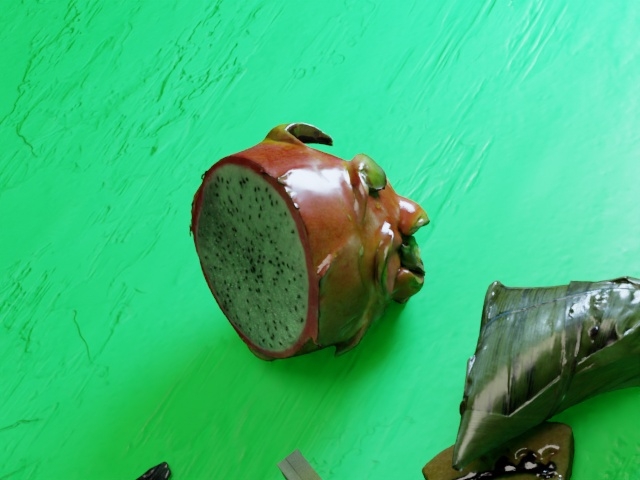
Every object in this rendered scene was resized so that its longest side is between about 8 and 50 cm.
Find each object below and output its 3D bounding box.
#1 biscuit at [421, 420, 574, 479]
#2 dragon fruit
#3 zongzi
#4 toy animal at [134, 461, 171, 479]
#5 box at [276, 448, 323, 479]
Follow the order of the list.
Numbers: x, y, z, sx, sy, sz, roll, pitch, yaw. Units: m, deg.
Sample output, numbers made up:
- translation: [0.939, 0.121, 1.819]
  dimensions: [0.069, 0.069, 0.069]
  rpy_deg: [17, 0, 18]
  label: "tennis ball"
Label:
- translation: [0.217, 0.336, 1.692]
  dimensions: [0.278, 0.043, 0.301]
  rpy_deg: [-37, 46, -8]
  label: "biscuit"
- translation: [0.000, 0.000, 1.953]
  dimensions: [0.226, 0.305, 0.305]
  rpy_deg: [-20, 38, -32]
  label: "dragon fruit"
- translation: [0.287, 0.158, 1.732]
  dimensions: [0.251, 0.125, 0.274]
  rpy_deg: [-8, 35, 26]
  label: "zongzi"
- translation: [-0.233, 0.373, 1.808]
  dimensions: [0.197, 0.272, 0.160]
  rpy_deg: [-32, 81, -10]
  label: "toy animal"
- translation: [-0.008, 0.303, 1.804]
  dimensions: [0.035, 0.079, 0.083]
  rpy_deg: [-36, 46, -9]
  label: "box"
